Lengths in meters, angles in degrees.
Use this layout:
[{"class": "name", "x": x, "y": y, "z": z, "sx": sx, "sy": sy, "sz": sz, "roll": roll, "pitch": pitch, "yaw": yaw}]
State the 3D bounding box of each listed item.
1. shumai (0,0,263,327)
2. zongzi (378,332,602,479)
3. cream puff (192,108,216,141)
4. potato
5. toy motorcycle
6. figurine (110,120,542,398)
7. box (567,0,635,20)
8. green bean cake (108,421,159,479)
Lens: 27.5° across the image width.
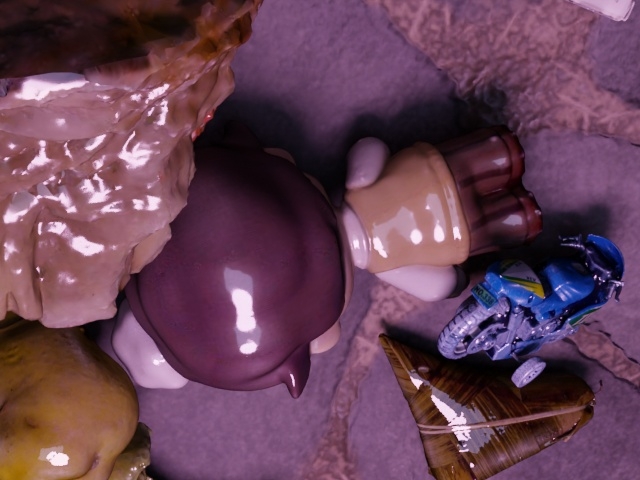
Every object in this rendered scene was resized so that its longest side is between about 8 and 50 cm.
[{"class": "shumai", "x": -0.194, "y": -0.095, "z": 0.824, "sx": 0.346, "sy": 0.217, "sz": 0.283, "roll": -23, "pitch": 154, "yaw": -9}, {"class": "zongzi", "x": 0.170, "y": 0.135, "z": 1.281, "sx": 0.187, "sy": 0.084, "sz": 0.184, "roll": -25, "pitch": 105, "yaw": -7}, {"class": "cream puff", "x": -0.164, "y": -0.127, "z": 1.015, "sx": 0.164, "sy": 0.240, "sz": 0.240, "roll": 35, "pitch": 103, "yaw": -10}, {"class": "potato", "x": -0.253, "y": 0.140, "z": 1.142, "sx": 0.137, "sy": 0.200, "sz": 0.155, "roll": -10, "pitch": 133, "yaw": -45}, {"class": "toy motorcycle", "x": 0.200, "y": 0.054, "z": 1.188, "sx": 0.254, "sy": 0.092, "sz": 0.135, "roll": -2, "pitch": 137, "yaw": -53}, {"class": "figurine", "x": -0.003, "y": -0.007, "z": 1.147, "sx": 0.365, "sy": 0.206, "sz": 0.218, "roll": -20, "pitch": 111, "yaw": -25}, {"class": "box", "x": 0.117, "y": -0.319, "z": 1.036, "sx": 0.333, "sy": 0.145, "sz": 0.173, "roll": 18, "pitch": 106, "yaw": -17}, {"class": "green bean cake", "x": -0.168, "y": 0.300, "z": 1.255, "sx": 0.236, "sy": 0.124, "sz": 0.233, "roll": 40, "pitch": 102, "yaw": -23}]
